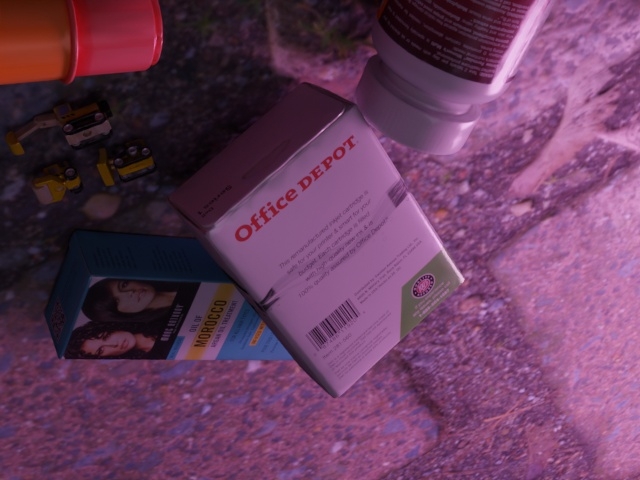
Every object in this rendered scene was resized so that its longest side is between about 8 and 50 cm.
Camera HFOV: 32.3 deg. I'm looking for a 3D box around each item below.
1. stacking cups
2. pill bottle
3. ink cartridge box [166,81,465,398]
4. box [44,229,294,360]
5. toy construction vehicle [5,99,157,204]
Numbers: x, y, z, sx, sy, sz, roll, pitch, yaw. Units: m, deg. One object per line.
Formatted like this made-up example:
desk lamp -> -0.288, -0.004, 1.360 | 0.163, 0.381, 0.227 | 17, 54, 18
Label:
stacking cups -> -0.259, -0.126, 0.716 | 0.316, 0.096, 0.096 | -6, 133, -24
pill bottle -> 0.113, -0.183, 0.852 | 0.121, 0.121, 0.221 | 4, 128, -32
ink cartridge box -> 0.000, 0.000, 0.934 | 0.160, 0.092, 0.219 | -41, 125, -9
box -> -0.114, 0.054, 1.000 | 0.244, 0.060, 0.100 | 4, 128, -33
toy construction vehicle -> -0.186, -0.072, 0.863 | 0.098, 0.035, 0.086 | -22, 149, -5
